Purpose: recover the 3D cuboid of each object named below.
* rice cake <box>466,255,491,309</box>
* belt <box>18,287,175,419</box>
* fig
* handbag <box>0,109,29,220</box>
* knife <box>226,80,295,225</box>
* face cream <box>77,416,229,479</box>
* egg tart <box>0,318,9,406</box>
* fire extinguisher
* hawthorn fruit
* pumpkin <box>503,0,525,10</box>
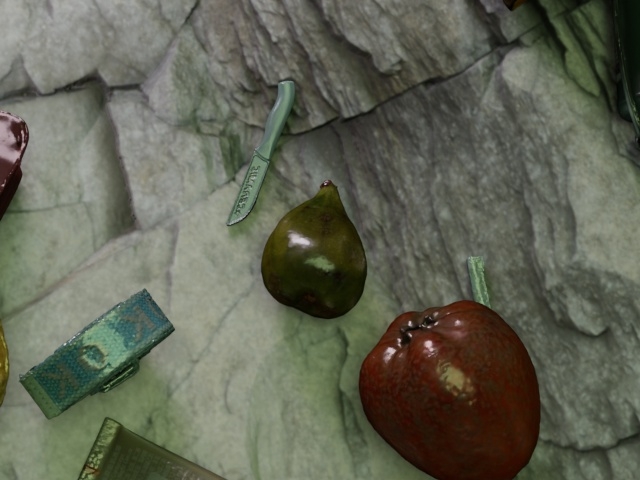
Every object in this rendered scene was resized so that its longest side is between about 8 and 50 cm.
[{"bbox_3d":[0.209,0.079,1.826,0.022,0.021,0.121,-9,81,-2],"label":"rice cake"},{"bbox_3d":[-0.254,0.133,1.671,0.163,0.147,0.082,-35,90,14],"label":"belt"},{"bbox_3d":[0.001,0.017,1.768,0.133,0.185,0.126,1,118,15],"label":"fig"},{"bbox_3d":[-0.501,-0.078,1.636,0.276,0.084,0.260,20,43,-2],"label":"handbag"},{"bbox_3d":[-0.074,-0.111,1.815,0.028,0.015,0.210,23,77,-13],"label":"knife"},{"bbox_3d":[-0.128,0.337,1.692,0.341,0.084,0.137,22,74,3],"label":"face cream"},{"bbox_3d":[-0.501,0.133,1.635,0.294,0.123,0.294,3,78,-14],"label":"egg tart"},{"bbox_3d":[0.437,-0.235,1.895,0.118,0.093,0.294,12,74,-51],"label":"fire extinguisher"},{"bbox_3d":[0.170,0.208,1.715,0.210,0.210,0.262,-26,107,-14],"label":"hawthorn fruit"},{"bbox_3d":[0.323,-0.463,1.836,0.303,0.256,0.225,-34,84,-30],"label":"pumpkin"}]
